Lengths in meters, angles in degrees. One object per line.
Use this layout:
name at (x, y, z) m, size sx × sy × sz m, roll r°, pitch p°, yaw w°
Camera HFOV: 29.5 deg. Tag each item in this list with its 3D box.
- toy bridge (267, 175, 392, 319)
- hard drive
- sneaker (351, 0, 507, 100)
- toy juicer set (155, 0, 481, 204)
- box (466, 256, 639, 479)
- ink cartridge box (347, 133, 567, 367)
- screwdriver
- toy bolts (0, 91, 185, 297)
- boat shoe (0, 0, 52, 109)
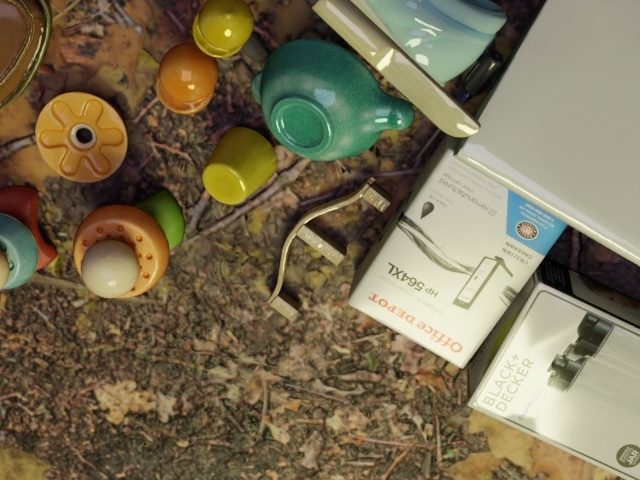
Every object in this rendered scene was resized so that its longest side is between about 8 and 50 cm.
toy bridge at (0.000, 0.000, 1.319) m, size 0.063 × 0.026 × 0.188 m, roll 37°, pitch 111°, yaw -6°
hard drive at (0.338, -0.095, 1.186) m, size 0.353 × 0.047 × 0.233 m, roll 30°, pitch 90°, yaw -5°
sneaker at (0.038, -0.306, 1.145) m, size 0.150 × 0.135 × 0.366 m, roll -37°, pitch 114°, yaw 18°
toy juicer set at (-0.019, -0.163, 1.175) m, size 0.329 × 0.089 × 0.209 m, roll -14°, pitch 118°, yaw 38°
box at (0.320, 0.155, 1.304) m, size 0.290 × 0.087 × 0.169 m, roll 26°, pitch 112°, yaw -3°
ink cartridge box at (0.143, 0.010, 1.272) m, size 0.148 × 0.086 × 0.203 m, roll 30°, pitch 111°, yaw -4°
screwdriver at (0.134, -0.134, 1.225) m, size 0.170 × 0.024 × 0.025 m, roll -48°, pitch 59°, yaw 50°
toy bolts at (-0.287, -0.025, 1.275) m, size 0.228 × 0.158 × 0.218 m, roll -16°, pitch 108°, yaw 13°
boat shoe at (-0.402, -0.149, 1.271) m, size 0.307 × 0.104 × 0.111 m, roll -41°, pitch 101°, yaw 19°
